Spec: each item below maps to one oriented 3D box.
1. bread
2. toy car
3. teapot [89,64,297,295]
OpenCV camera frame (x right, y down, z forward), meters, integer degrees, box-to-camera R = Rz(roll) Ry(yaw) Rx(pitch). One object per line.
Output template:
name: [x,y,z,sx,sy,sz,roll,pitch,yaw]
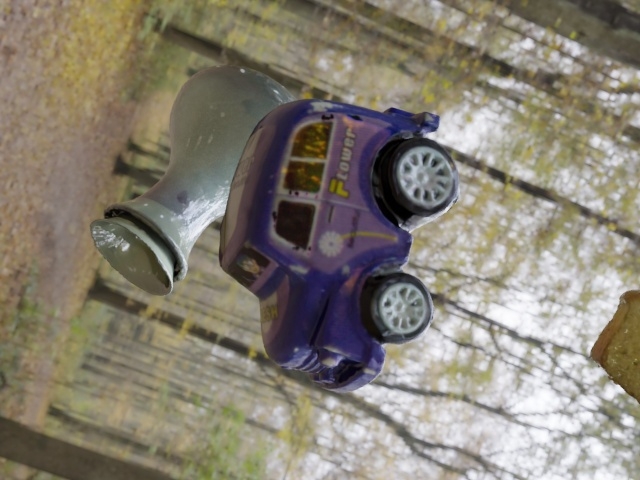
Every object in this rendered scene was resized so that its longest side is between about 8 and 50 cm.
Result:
bread: [0.348,0.128,0.924,0.103,0.187,0.065,-49,164,6]
toy car: [0.000,0.000,0.794,0.172,0.158,0.235,156,-53,-69]
teapot: [-0.124,-0.062,1.039,0.251,0.183,0.183,-51,179,-30]
